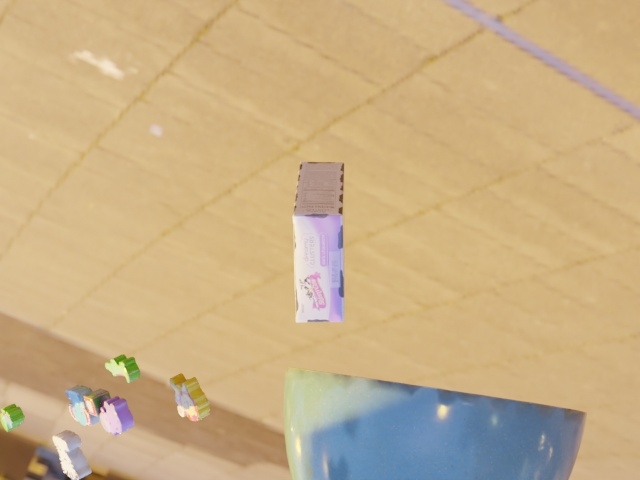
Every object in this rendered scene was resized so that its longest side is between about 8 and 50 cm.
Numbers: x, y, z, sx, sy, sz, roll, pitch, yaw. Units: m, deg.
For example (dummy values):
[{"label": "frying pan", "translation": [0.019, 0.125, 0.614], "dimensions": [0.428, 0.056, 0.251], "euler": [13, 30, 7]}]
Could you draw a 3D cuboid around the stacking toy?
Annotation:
[{"label": "stacking toy", "translation": [-0.249, 0.195, 1.464], "dimensions": [0.221, 0.167, 0.052], "euler": [8, 116, 55]}]

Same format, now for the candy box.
[{"label": "candy box", "translation": [0.000, 0.000, 1.824], "dimensions": [0.070, 0.196, 0.164], "euler": [0, 115, 1]}]

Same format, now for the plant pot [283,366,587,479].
[{"label": "plant pot", "translation": [0.096, 0.237, 1.233], "dimensions": [0.290, 0.195, 0.290], "euler": [8, 173, 1]}]
